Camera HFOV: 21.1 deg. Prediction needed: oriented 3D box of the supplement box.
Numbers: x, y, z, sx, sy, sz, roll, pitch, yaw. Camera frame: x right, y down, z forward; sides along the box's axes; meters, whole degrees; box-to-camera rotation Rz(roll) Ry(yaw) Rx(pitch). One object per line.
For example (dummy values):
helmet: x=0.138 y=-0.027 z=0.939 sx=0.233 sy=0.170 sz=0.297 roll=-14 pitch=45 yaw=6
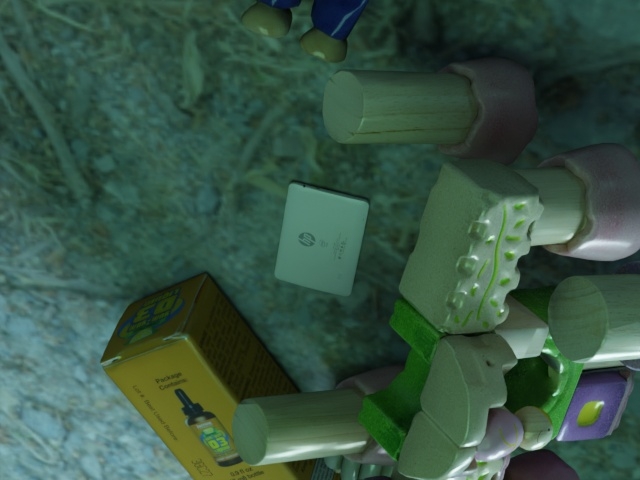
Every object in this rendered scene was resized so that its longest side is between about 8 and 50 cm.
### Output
supplement box: x=-0.053 y=0.136 z=1.211 sx=0.078 sy=0.080 sz=0.233 roll=-21 pitch=120 yaw=27

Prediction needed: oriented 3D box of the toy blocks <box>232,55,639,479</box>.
toy blocks: x=0.151 y=0.079 z=0.984 sx=0.260 sy=0.309 sz=0.288 roll=-1 pitch=119 yaw=-35

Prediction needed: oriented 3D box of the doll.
doll: x=0.018 y=-0.194 z=0.954 sx=0.129 sy=0.046 sz=0.189 roll=24 pitch=124 yaw=8

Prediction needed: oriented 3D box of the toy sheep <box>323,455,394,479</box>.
toy sheep: x=0.042 y=0.138 z=1.183 sx=0.132 sy=0.091 sz=0.091 roll=16 pitch=129 yaw=9

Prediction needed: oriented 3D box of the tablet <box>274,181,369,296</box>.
tablet: x=0.000 y=0.000 z=1.135 sx=0.054 sy=0.006 sz=0.083 roll=14 pitch=129 yaw=5
